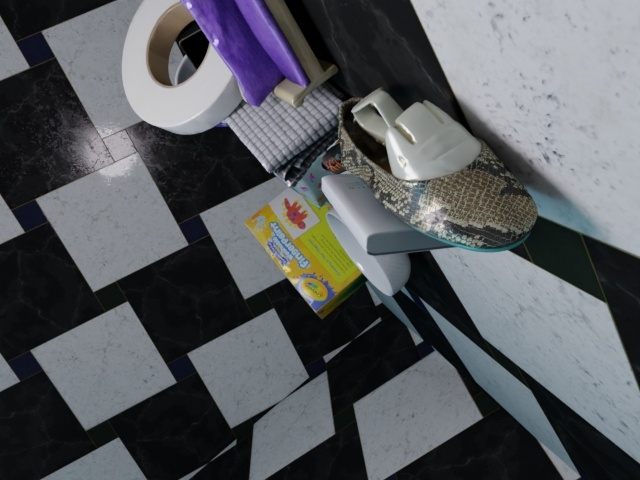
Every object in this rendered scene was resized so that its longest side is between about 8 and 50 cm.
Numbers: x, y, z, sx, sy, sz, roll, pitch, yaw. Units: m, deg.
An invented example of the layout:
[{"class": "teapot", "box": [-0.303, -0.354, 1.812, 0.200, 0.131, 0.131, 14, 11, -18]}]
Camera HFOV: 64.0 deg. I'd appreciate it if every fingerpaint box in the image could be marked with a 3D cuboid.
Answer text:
[{"class": "fingerpaint box", "box": [0.000, 0.000, 1.912, 0.445, 0.371, 0.163, 48, 175, 20]}]

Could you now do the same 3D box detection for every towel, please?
[{"class": "towel", "box": [-0.075, -0.279, 1.174, 0.284, 0.235, 0.121, 49, 179, 34]}]

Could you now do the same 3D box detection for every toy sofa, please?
[{"class": "toy sofa", "box": [-0.139, -0.424, 0.971, 0.362, 0.177, 0.150, 54, 175, -34]}]

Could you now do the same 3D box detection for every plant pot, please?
[{"class": "plant pot", "box": [-0.279, -0.559, 1.381, 0.167, 0.188, 0.187, 63, -177, 29]}]

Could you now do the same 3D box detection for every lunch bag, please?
[{"class": "lunch bag", "box": [-0.073, -0.271, 1.784, 0.262, 0.160, 0.223, 40, 171, 37]}]

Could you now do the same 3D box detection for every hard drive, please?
[{"class": "hard drive", "box": [0.133, -0.062, 0.898, 0.307, 0.203, 0.040, -118, 24, -63]}]

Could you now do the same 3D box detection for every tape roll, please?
[{"class": "tape roll", "box": [-0.308, -0.445, 1.195, 0.392, 0.392, 0.072, 49, -162, 25]}]

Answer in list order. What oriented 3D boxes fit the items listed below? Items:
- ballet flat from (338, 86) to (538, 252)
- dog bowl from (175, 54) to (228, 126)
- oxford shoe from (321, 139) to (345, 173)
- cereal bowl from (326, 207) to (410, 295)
[{"class": "ballet flat", "box": [0.131, -0.143, 0.800, 0.182, 0.164, 0.483, 64, 173, -29]}, {"class": "dog bowl", "box": [-0.287, -0.473, 1.512, 0.265, 0.265, 0.104, 48, 178, 27]}, {"class": "oxford shoe", "box": [0.065, -0.202, 1.272, 0.097, 0.098, 0.271, 51, 176, -10]}, {"class": "cereal bowl", "box": [0.170, 0.004, 1.617, 0.339, 0.141, 0.339, 50, 172, 10]}]
